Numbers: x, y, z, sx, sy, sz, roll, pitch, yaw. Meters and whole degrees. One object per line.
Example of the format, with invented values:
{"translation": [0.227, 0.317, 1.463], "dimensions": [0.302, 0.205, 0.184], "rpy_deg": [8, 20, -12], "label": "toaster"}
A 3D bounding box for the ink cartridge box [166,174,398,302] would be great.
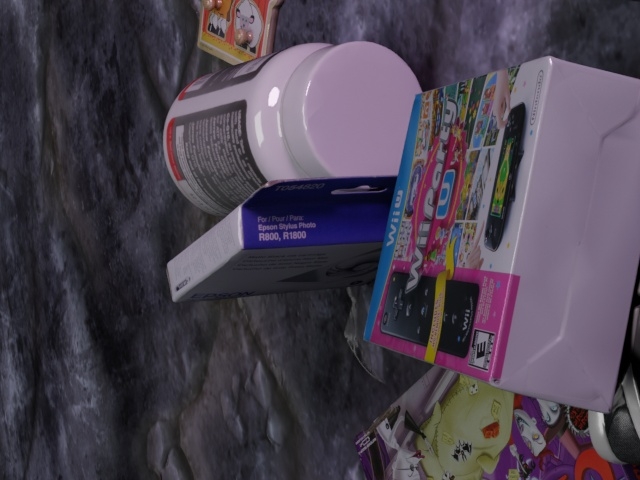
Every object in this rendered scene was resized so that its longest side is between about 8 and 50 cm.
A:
{"translation": [0.000, 0.000, 1.273], "dimensions": [0.224, 0.223, 0.045], "rpy_deg": [-36, 62, 56], "label": "ink cartridge box"}

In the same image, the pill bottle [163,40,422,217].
{"translation": [-0.029, -0.107, 1.370], "dimensions": [0.283, 0.161, 0.161], "rpy_deg": [-3, 90, 59], "label": "pill bottle"}

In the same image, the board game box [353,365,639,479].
{"translation": [0.152, 0.196, 1.212], "dimensions": [0.347, 0.056, 0.208], "rpy_deg": [-51, 55, 48], "label": "board game box"}

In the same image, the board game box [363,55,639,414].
{"translation": [0.136, -0.006, 1.045], "dimensions": [0.303, 0.097, 0.224], "rpy_deg": [-176, 98, -77], "label": "board game box"}

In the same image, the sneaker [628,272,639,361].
{"translation": [0.286, -0.037, 0.936], "dimensions": [0.106, 0.101, 0.267], "rpy_deg": [14, 90, 13], "label": "sneaker"}

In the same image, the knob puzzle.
{"translation": [-0.100, -0.301, 1.599], "dimensions": [0.213, 0.030, 0.213], "rpy_deg": [8, 100, 59], "label": "knob puzzle"}

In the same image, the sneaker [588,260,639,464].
{"translation": [0.259, 0.056, 1.004], "dimensions": [0.121, 0.079, 0.217], "rpy_deg": [-5, 88, 48], "label": "sneaker"}
